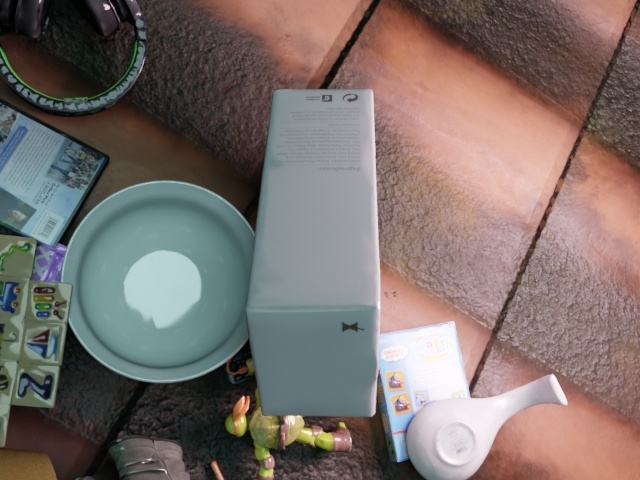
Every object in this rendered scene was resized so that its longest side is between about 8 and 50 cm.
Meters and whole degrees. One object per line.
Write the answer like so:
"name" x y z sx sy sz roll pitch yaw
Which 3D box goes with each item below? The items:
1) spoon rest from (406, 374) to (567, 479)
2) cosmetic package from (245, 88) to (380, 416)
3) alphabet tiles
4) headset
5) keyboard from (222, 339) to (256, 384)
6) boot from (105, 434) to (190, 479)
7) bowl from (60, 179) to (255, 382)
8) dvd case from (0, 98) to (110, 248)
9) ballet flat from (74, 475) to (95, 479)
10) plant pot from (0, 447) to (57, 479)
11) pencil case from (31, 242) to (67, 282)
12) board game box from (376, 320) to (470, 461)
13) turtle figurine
"spoon rest" 0.272 0.308 1.277 0.276 0.084 0.137 -23 85 -10
"cosmetic package" 0.000 0.000 1.099 0.162 0.230 0.453 0 44 2
"alphabet tiles" -0.520 0.125 1.026 0.343 0.011 0.285 7 81 -8
"headset" -0.419 -0.399 1.249 0.243 0.185 0.394 -6 94 -16
"keyboard" -0.130 0.130 1.241 0.100 0.038 0.192 -16 83 -21
"boot" -0.197 0.367 1.123 0.246 0.083 0.161 31 27 -42
"bowl" -0.235 0.068 1.162 0.298 0.134 0.297 3 78 -12
"dvd case" -0.486 -0.117 1.194 0.253 0.022 0.180 28 69 -10
"ballet flat" -0.308 0.398 1.039 0.074 0.203 0.074 10 35 -7
"plant pot" -0.476 0.365 0.982 0.254 0.237 0.237 -7 78 -32
"pencil case" -0.428 0.106 1.121 0.086 0.088 0.206 23 69 -2
"board game box" 0.175 0.256 1.308 0.160 0.039 0.211 -7 80 -20
"turtle figurine" -0.058 0.270 1.194 0.217 0.087 0.269 1 83 -19
